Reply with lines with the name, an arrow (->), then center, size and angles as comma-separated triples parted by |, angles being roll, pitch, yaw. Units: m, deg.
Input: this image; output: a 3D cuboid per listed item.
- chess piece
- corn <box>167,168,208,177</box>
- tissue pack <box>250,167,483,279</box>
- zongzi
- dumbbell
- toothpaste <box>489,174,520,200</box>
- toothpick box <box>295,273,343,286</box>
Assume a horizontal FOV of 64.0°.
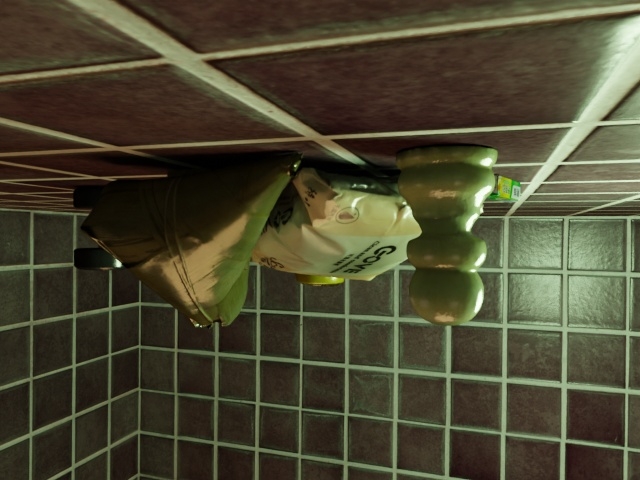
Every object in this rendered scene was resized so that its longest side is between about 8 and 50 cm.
chess piece -> 0.182, -0.002, 0.751 | 0.144, 0.252, 0.144 | 0, -179, 0
corn -> -0.215, -0.101, 0.983 | 0.165, 0.063, 0.085 | 4, 171, -21
tissue pack -> 0.063, -0.041, 1.016 | 0.389, 0.195, 0.375 | 5, 162, -28
zongzi -> -0.148, 0.039, 0.950 | 0.417, 0.182, 0.447 | -12, 139, 18
dumbbell -> -0.587, -0.033, 1.388 | 0.152, 0.218, 0.152 | 1, -179, 0
toothpaste -> 0.381, -0.108, 1.076 | 0.037, 0.043, 0.178 | -2, 179, 35
toothpick box -> 0.000, 0.000, 1.479 | 0.174, 0.272, 0.175 | 1, 180, 0
